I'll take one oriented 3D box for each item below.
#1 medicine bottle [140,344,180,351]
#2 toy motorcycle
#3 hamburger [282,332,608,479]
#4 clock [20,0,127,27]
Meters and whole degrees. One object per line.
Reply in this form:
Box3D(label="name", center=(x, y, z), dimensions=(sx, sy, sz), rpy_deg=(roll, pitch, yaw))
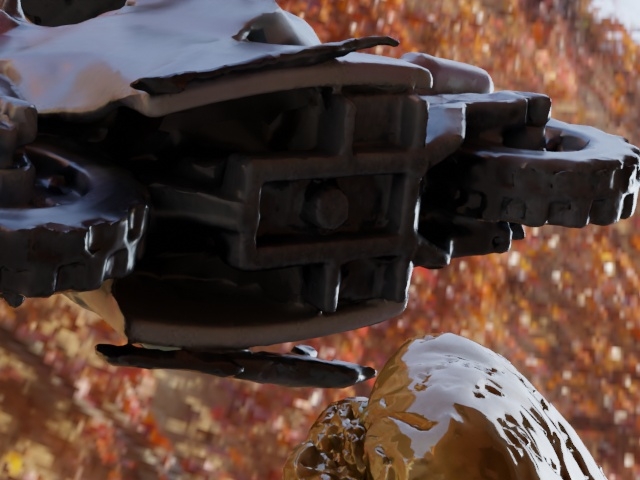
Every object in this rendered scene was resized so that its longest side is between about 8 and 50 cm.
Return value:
Box3D(label="medicine bottle", center=(-0.096, 0.027, 1.572), dimensions=(0.135, 0.168, 0.135), rpy_deg=(19, -50, 24))
Box3D(label="toy motorcycle", center=(-0.046, -0.032, 0.501), dimensions=(0.239, 0.204, 0.108), rpy_deg=(13, -85, -39))
Box3D(label="hamburger", center=(0.103, 0.201, 0.987), dimensions=(0.158, 0.318, 0.318), rpy_deg=(-30, -63, 15))
Box3D(label="clock", center=(-0.220, -0.245, 1.109), dimensions=(0.066, 0.319, 0.319), rpy_deg=(-39, -66, 4))
